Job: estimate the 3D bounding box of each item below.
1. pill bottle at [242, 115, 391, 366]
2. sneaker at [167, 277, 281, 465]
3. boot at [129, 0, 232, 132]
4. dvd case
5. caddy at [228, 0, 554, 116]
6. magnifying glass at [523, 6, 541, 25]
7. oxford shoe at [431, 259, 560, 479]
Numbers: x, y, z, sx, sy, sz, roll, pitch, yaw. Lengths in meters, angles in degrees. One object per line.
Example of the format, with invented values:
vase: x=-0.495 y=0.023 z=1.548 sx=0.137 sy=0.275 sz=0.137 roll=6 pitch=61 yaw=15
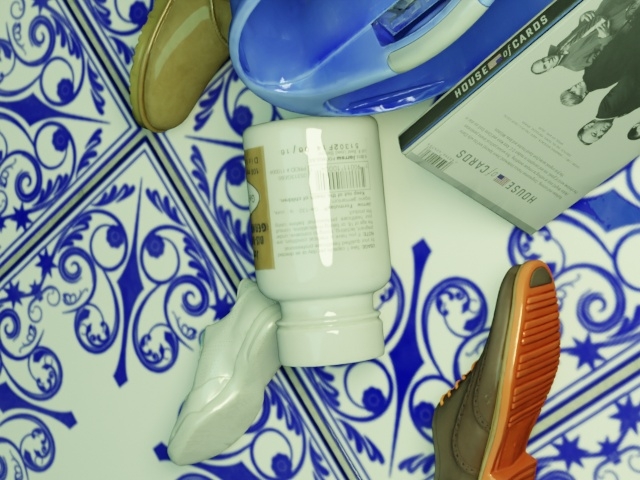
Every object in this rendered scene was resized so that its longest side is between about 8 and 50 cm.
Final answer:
pill bottle: x=0.000 y=0.000 z=1.140 sx=0.131 sy=0.131 sz=0.229 roll=-5 pitch=91 yaw=31
sneaker: x=-0.104 y=0.137 z=1.255 sx=0.094 sy=0.080 sz=0.212 roll=44 pitch=107 yaw=34
boot: x=-0.050 y=-0.183 z=1.184 sx=0.269 sy=0.089 sz=0.236 roll=24 pitch=106 yaw=26
dvd case: x=0.208 y=-0.113 z=0.987 sx=0.238 sy=0.179 sz=0.029 roll=-39 pitch=42 yaw=27
caddy: x=0.074 y=-0.222 z=0.933 sx=0.341 sy=0.241 sz=0.179 roll=-34 pitch=56 yaw=37
magnifying glass: x=0.179 y=-0.220 z=1.052 sx=0.026 sy=0.092 sz=0.231 roll=-54 pitch=57 yaw=26
oxford shoe: x=0.148 y=0.143 z=1.084 sx=0.098 sy=0.097 sz=0.271 roll=17 pitch=102 yaw=35
